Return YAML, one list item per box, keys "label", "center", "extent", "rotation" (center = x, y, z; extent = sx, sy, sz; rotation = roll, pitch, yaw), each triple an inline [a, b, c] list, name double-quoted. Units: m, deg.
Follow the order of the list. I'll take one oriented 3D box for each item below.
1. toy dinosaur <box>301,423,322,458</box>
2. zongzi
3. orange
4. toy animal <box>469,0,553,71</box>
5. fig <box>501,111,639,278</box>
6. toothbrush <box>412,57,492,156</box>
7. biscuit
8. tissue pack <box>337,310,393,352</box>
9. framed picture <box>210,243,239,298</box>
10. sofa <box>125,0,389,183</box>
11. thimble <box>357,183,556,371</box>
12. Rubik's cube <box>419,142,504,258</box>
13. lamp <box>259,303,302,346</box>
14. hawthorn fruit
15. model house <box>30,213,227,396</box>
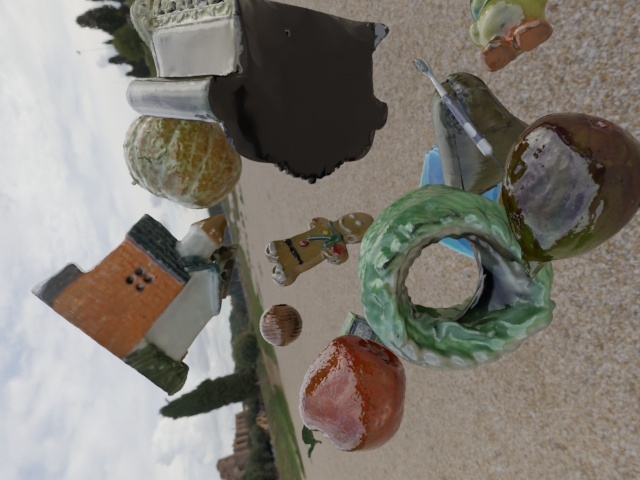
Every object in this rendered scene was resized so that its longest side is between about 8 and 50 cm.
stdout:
- label: "toy dinosaur"
  center: [-0.033, 0.494, 1.121]
  extent: [0.060, 0.029, 0.119]
  rotation: [7, -118, -58]
- label: "zongzi"
  center: [0.472, -0.290, 1.085]
  extent: [0.160, 0.360, 0.323]
  rotation: [-92, -17, -51]
- label: "orange"
  center: [-0.387, -0.224, 1.227]
  extent: [0.329, 0.329, 0.249]
  rotation: [132, 160, -77]
- label: "toy animal"
  center: [0.557, -0.658, 1.280]
  extent: [0.216, 0.191, 0.338]
  rotation: [-25, 53, 38]
- label: "fig"
  center: [0.211, -0.033, 0.386]
  extent: [0.109, 0.103, 0.154]
  rotation: [-111, 27, -47]
- label: "toothbrush"
  center: [0.264, -0.279, 0.878]
  extent: [0.024, 0.026, 0.288]
  rotation: [-55, 51, 45]
- label: "biscuit"
  center: [0.000, 0.000, 1.116]
  extent: [0.197, 0.302, 0.049]
  rotation: [-121, 11, -49]
- label: "tissue pack"
  center: [0.117, 0.355, 1.308]
  extent: [0.235, 0.173, 0.073]
  rotation: [-66, 17, -3]
- label: "framed picture"
  center: [-0.336, 0.104, 1.365]
  extent: [0.010, 0.136, 0.201]
  rotation: [32, 113, 39]
- label: "sofa"
  center: [-0.069, -0.173, 0.505]
  extent: [0.200, 0.258, 0.182]
  rotation: [20, 112, 40]
- label: "thimble"
  center: [0.155, 0.044, 0.521]
  extent: [0.150, 0.219, 0.219]
  rotation: [-86, -15, -77]
- label: "Rubik's cube"
  center: [0.586, -0.158, 1.557]
  extent: [0.351, 0.347, 0.352]
  rotation: [31, 124, 50]
- label: "lamp"
  center: [-0.122, 0.263, 1.346]
  extent: [0.136, 0.136, 0.136]
  rotation: [166, 90, -79]
- label: "hawthorn fruit"
  center: [0.055, 0.246, 0.710]
  extent: [0.189, 0.189, 0.189]
  rotation: [166, 90, -79]
- label: "model house"
  center: [-0.276, 0.073, 0.759]
  extent: [0.271, 0.301, 0.190]
  rotation: [45, 160, -16]
